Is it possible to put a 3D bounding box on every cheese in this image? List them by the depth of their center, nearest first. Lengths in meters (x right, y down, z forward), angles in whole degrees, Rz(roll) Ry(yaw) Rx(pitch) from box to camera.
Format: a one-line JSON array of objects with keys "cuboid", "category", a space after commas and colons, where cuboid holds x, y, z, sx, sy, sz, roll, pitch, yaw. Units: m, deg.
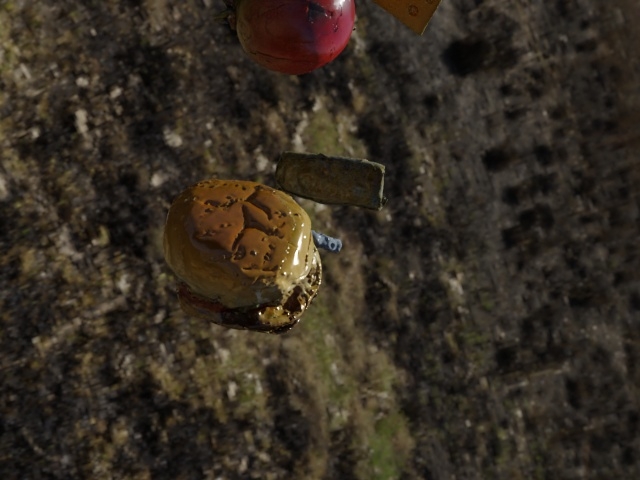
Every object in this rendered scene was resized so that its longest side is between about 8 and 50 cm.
[{"cuboid": [0.189, -0.482, 1.800, 0.126, 0.093, 0.171, 36, 41, 5], "category": "cheese"}]

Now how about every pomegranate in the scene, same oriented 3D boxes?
[{"cuboid": [-0.058, -0.383, 1.604, 0.210, 0.235, 0.210, 12, 90, -83], "category": "pomegranate"}]

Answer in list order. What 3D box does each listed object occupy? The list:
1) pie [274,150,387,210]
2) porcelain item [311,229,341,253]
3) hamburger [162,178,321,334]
[{"cuboid": [0.026, -0.145, 2.314, 0.068, 0.283, 0.128, -45, 143, -72], "category": "pie"}, {"cuboid": [0.000, 0.000, 1.651, 0.083, 0.036, 0.028, 21, 72, -44], "category": "porcelain item"}, {"cuboid": [-0.116, 0.021, 1.461, 0.244, 0.245, 0.163, -79, 175, -48], "category": "hamburger"}]
